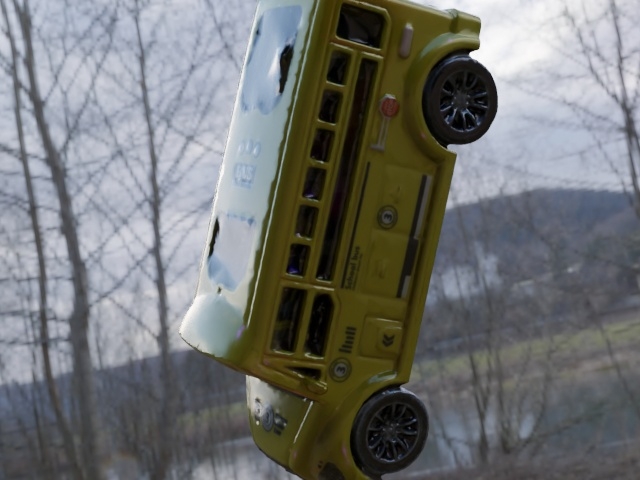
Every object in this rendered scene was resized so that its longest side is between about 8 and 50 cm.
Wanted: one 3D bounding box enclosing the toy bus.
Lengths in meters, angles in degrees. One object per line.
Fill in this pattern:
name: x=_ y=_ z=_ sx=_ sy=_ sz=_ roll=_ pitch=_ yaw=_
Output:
toy bus: x=0.000 y=0.000 z=0.710 sx=0.151 sy=0.331 sz=0.145 roll=11 pitch=2 yaw=-30
